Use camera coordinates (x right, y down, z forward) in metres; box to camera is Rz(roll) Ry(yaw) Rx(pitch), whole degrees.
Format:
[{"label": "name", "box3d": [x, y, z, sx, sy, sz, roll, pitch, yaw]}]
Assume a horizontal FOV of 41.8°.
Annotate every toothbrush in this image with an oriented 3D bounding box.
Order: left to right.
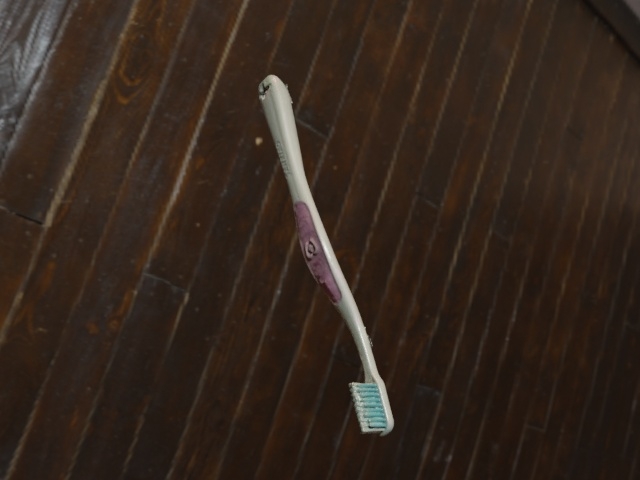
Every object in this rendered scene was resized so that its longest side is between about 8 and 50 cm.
[{"label": "toothbrush", "box3d": [0.000, 0.000, 0.421, 0.022, 0.017, 0.204, 7, 56, -42]}]
